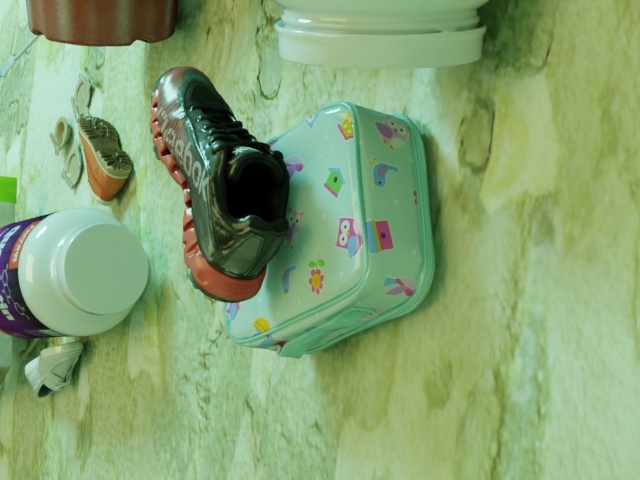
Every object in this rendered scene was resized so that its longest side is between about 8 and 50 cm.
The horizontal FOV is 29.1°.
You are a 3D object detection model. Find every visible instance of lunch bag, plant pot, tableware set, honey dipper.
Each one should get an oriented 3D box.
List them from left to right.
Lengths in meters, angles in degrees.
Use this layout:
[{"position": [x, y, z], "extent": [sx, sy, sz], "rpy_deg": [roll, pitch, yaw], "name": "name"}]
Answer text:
[{"position": [-0.468, 0.162, 2.046], "extent": [0.160, 0.030, 0.030], "rpy_deg": [-47, 47, 47], "name": "honey dipper"}, {"position": [-0.398, -0.177, 2.000], "extent": [0.168, 0.020, 0.141], "rpy_deg": [-58, 41, 33], "name": "tableware set"}, {"position": [-0.296, -0.411, 1.667], "extent": [0.272, 0.272, 0.265], "rpy_deg": [36, 128, 53], "name": "plant pot"}, {"position": [0.000, 0.000, 1.284], "extent": [0.279, 0.108, 0.224], "rpy_deg": [-29, 62, 51], "name": "lunch bag"}]

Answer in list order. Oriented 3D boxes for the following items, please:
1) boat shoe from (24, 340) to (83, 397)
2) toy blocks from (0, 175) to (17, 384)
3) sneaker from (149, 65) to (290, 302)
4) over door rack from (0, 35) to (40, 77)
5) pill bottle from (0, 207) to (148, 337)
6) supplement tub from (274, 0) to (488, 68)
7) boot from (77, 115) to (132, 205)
[{"position": [-0.414, 0.204, 1.925], "extent": [0.184, 0.066, 0.063], "rpy_deg": [-31, 73, 48], "name": "boat shoe"}, {"position": [-0.596, 0.111, 2.115], "extent": [0.261, 0.191, 0.381], "rpy_deg": [137, 134, -59], "name": "toy blocks"}, {"position": [-0.098, -0.081, 1.255], "extent": [0.135, 0.098, 0.276], "rpy_deg": [-47, 51, 43], "name": "sneaker"}, {"position": [-0.426, -0.427, 1.979], "extent": [0.324, 0.108, 0.239], "rpy_deg": [-27, 61, 29], "name": "over door rack"}, {"position": [-0.374, 0.049, 1.778], "extent": [0.323, 0.181, 0.181], "rpy_deg": [-9, 77, 56], "name": "pill bottle"}, {"position": [0.056, -0.323, 1.113], "extent": [0.228, 0.228, 0.316], "rpy_deg": [24, 118, 56], "name": "supplement tub"}, {"position": [-0.337, -0.123, 1.867], "extent": [0.158, 0.059, 0.084], "rpy_deg": [60, 138, 41], "name": "boot"}]
